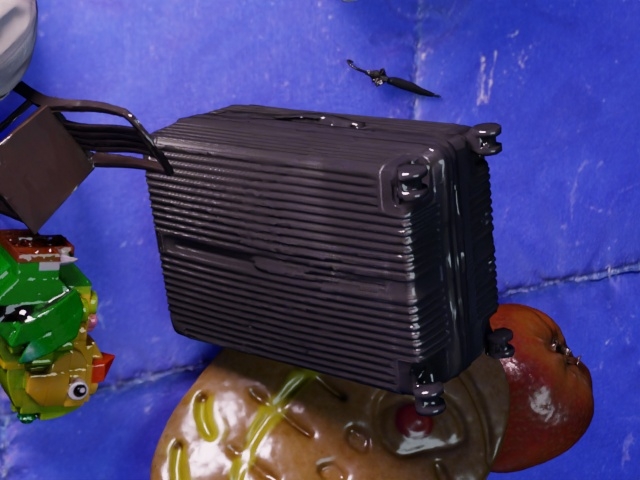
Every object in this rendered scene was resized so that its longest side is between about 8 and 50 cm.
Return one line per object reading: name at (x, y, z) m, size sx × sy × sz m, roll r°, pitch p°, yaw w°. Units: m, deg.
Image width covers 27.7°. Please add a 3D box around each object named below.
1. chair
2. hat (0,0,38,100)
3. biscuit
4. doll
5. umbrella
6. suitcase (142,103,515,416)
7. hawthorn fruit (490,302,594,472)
chair at (-0.222, -0.064, 1.093) m, size 0.101 × 0.212 × 0.084 m, roll -47°, pitch 126°, yaw -18°
hat at (-0.294, -0.240, 1.041) m, size 0.220 × 0.164 × 0.226 m, roll 3°, pitch 123°, yaw -39°
biscuit at (0.032, 0.217, 1.326) m, size 0.394 × 0.350 × 0.070 m, roll -55°, pitch 173°, yaw -22°
doll at (-0.264, 0.078, 1.172) m, size 0.134 × 0.106 × 0.186 m, roll -31°, pitch 120°, yaw -20°
umbrella at (0.084, -0.172, 1.421) m, size 0.149 × 0.022 × 0.022 m, roll 15°, pitch 120°, yaw -39°
suitcase at (0.000, 0.000, 1.200) m, size 0.152 × 0.335 × 0.229 m, roll -28°, pitch 119°, yaw -46°
hawthorn fruit at (0.208, 0.191, 1.536) m, size 0.225 × 0.196 × 0.197 m, roll -42°, pitch 131°, yaw 17°
